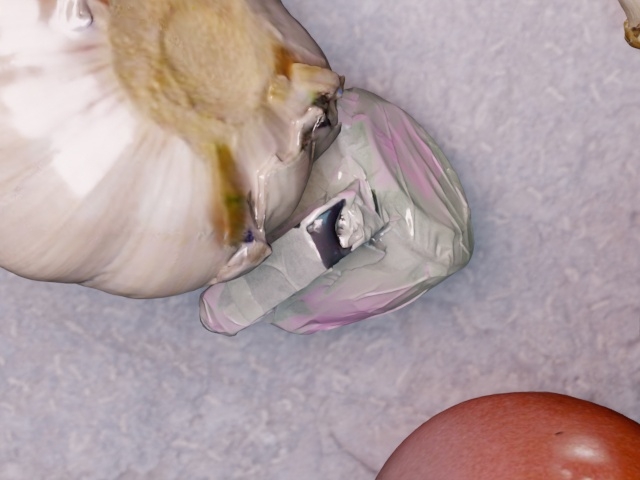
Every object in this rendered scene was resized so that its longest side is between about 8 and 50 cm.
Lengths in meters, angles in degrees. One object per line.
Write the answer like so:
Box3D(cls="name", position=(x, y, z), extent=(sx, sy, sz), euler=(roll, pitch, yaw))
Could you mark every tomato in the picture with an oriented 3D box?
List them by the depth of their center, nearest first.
Box3D(cls="tomato", position=(0.164, 0.300, 1.552), extent=(0.273, 0.341, 0.341), euler=(12, 115, -4))

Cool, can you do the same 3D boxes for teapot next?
Box3D(cls="teapot", position=(0.010, 0.008, 1.413), extent=(0.178, 0.221, 0.163), euler=(-36, 116, 26))

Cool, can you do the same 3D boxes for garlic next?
Box3D(cls="garlic", position=(-0.145, -0.111, 1.271), extent=(0.322, 0.322, 0.241), euler=(28, 126, -26))

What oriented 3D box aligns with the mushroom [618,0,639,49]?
Box3D(cls="mushroom", position=(0.230, -0.234, 1.426), extent=(0.084, 0.071, 0.209), euler=(-22, 124, 35))
